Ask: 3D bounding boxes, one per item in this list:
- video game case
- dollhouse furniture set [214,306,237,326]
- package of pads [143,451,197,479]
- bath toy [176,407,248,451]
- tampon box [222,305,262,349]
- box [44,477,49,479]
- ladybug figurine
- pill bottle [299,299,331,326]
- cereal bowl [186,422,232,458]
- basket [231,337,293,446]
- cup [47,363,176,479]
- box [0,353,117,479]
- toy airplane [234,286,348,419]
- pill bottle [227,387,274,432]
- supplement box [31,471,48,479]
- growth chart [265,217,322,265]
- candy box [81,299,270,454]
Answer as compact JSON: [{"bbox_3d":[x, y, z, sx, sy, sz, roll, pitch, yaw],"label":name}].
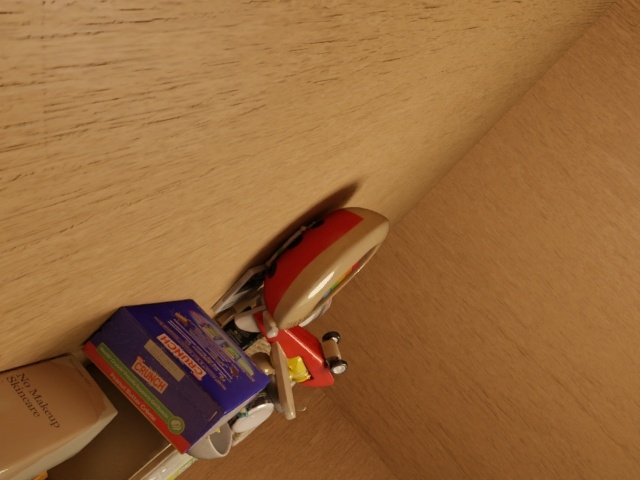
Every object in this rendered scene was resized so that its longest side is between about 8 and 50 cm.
[{"bbox_3d":[-0.201,0.124,1.531,0.173,0.022,0.190,-45,169,21],"label":"video game case"},{"bbox_3d":[-0.292,0.259,1.638,0.114,0.091,0.081,-42,-174,-14],"label":"dollhouse furniture set"},{"bbox_3d":[-0.584,0.690,1.775,0.229,0.297,0.101,-30,129,-52],"label":"package of pads"},{"bbox_3d":[-0.361,0.459,1.339,0.348,0.129,0.151,-25,-160,-7],"label":"bath toy"},{"bbox_3d":[-0.275,0.326,1.899,0.161,0.101,0.120,-40,171,-17],"label":"tampon box"},{"bbox_3d":[-0.714,0.663,1.429,0.233,0.059,0.183,3,150,-22],"label":"box"},{"bbox_3d":[0.003,0.060,1.487,0.449,0.162,0.305,-41,168,-26],"label":"ladybug figurine"},{"bbox_3d":[-0.080,0.224,1.999,0.176,0.176,0.318,-44,170,13],"label":"pill bottle"},{"bbox_3d":[-0.372,0.468,1.580,0.141,0.338,0.339,-15,170,0],"label":"cereal bowl"},{"bbox_3d":[-0.301,0.537,2.115,0.328,0.331,0.266,-29,158,-55],"label":"basket"},{"bbox_3d":[-0.431,0.386,1.124,0.331,0.237,0.331,-40,171,-7],"label":"cup"},{"bbox_3d":[-0.467,0.285,0.806,0.121,0.148,0.311,-44,172,9],"label":"box"},{"bbox_3d":[-0.131,0.328,1.649,0.272,0.384,0.386,-36,172,17],"label":"toy airplane"},{"bbox_3d":[-0.239,0.391,1.501,0.130,0.245,0.130,-26,147,-18],"label":"pill bottle"},{"bbox_3d":[-0.629,0.492,1.299,0.233,0.078,0.080,-40,171,-14],"label":"supplement box"},{"bbox_3d":[-0.057,-0.002,1.550,0.172,0.021,0.237,-45,171,15],"label":"growth chart"},{"bbox_3d":[-0.266,0.251,1.086,0.122,0.268,0.317,-47,170,2],"label":"candy box"}]
